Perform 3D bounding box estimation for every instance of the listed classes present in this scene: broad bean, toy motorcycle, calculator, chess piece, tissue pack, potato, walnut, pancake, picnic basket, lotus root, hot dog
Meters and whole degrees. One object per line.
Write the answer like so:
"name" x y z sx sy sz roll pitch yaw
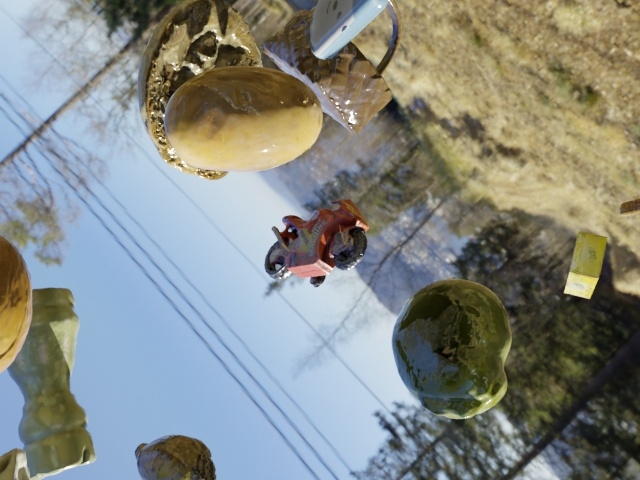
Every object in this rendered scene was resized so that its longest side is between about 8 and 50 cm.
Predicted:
"broad bean" 0.240 0.191 1.245 0.119 0.238 0.291 33 -160 -33
"toy motorcycle" -0.001 0.001 1.389 0.089 0.171 0.298 29 155 -35
"calculator" 0.047 -0.366 1.046 0.039 0.121 0.210 15 157 -28
"chess piece" -0.686 0.357 1.705 0.234 0.234 0.442 47 -155 -78
"tissue pack" 0.576 0.056 1.484 0.062 0.095 0.176 12 164 20
"potato" -0.111 -0.179 1.003 0.146 0.233 0.150 169 92 -70
"walnut" -0.423 0.080 0.872 0.167 0.087 0.211 56 -149 -66
"pancake" -0.249 -0.324 1.472 0.082 0.387 0.387 10 159 33
"picnic basket" 0.073 -0.472 1.665 0.337 0.337 0.293 45 -179 42
"lotus root" -0.304 0.464 1.402 0.214 0.138 0.138 -4 143 39
"hot dog" 0.632 -0.073 1.281 0.044 0.137 0.028 -46 -64 -49

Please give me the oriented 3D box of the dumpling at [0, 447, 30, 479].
"dumpling" -0.445 0.381 0.873 0.124 0.229 0.151 14 125 18
